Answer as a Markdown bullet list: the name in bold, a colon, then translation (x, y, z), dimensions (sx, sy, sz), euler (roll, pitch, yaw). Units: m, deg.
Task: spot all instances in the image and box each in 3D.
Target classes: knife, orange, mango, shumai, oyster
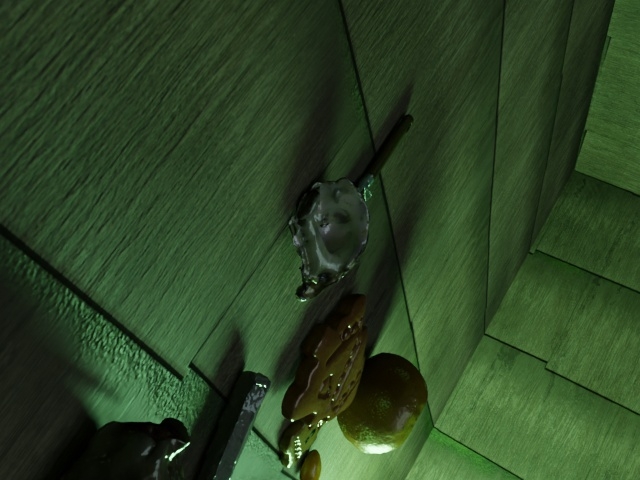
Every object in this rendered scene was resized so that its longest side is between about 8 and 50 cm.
- **knife**: translation (0.072, -0.076, 1.205), dimensions (0.343, 0.027, 0.061), euler (-55, 160, -20)
- **orange**: translation (0.147, 0.360, 1.636), dimensions (0.237, 0.179, 0.158), euler (-46, 155, -34)
- **mango**: translation (-0.021, 0.514, 1.614), dimensions (0.060, 0.046, 0.089), euler (1, 100, -68)
- **shumai**: translation (-0.226, 0.304, 0.830), dimensions (0.184, 0.218, 0.185), euler (41, 33, -42)
- **oyster**: translation (0.000, 0.000, 1.083), dimensions (0.163, 0.081, 0.191), euler (35, 79, -40)

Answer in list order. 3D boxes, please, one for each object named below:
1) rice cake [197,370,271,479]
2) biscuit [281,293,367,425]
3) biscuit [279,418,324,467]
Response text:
- **rice cake**: translation (-0.147, 0.324, 1.125), dimensions (0.055, 0.049, 0.269), euler (12, 104, -45)
- **biscuit**: translation (0.032, 0.257, 1.407), dimensions (0.283, 0.043, 0.306), euler (-59, 151, -22)
- **biscuit**: translation (-0.010, 0.368, 1.492), dimensions (0.225, 0.036, 0.166), euler (-47, 151, -36)
